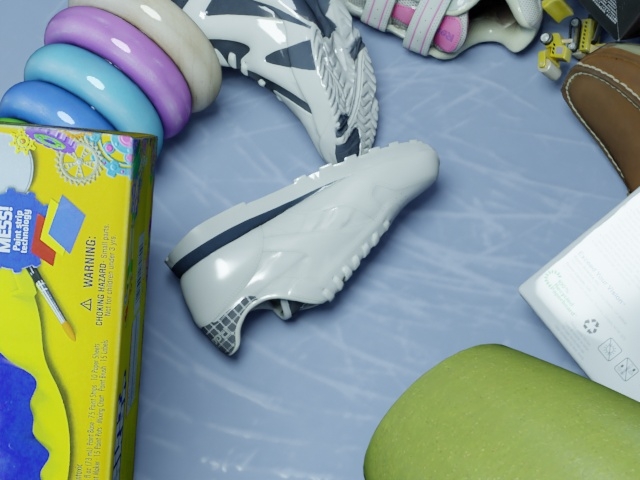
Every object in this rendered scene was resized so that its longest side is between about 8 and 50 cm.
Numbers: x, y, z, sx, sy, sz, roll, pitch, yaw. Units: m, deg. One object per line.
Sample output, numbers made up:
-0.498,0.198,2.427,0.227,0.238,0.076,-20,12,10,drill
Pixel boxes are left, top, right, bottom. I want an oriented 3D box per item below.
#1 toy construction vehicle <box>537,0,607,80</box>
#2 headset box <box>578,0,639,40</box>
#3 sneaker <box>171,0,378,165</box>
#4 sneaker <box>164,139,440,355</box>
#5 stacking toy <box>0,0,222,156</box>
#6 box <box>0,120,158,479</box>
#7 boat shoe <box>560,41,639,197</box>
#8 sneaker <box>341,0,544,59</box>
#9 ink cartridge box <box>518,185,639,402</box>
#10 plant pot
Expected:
0.222,-0.181,1.036,0.035,0.086,0.098,-4,68,38,toy construction vehicle
0.303,-0.302,1.056,0.293,0.110,0.218,-16,60,-41,headset box
-0.055,-0.157,0.999,0.094,0.153,0.235,-41,109,-54,sneaker
0.000,0.000,0.918,0.235,0.090,0.095,-28,80,-17,sneaker
-0.218,-0.042,0.894,0.141,0.141,0.330,30,68,11,stacking toy
-0.251,0.069,0.713,0.279,0.177,0.290,4,95,-4,box
0.306,-0.022,0.937,0.120,0.122,0.324,-36,70,-18,boat shoe
0.087,-0.219,1.034,0.252,0.103,0.111,-1,59,-6,sneaker
0.297,0.050,0.859,0.224,0.045,0.223,-41,73,14,ink cartridge box
0.164,0.208,0.729,0.275,0.275,0.293,-29,51,-21,plant pot
